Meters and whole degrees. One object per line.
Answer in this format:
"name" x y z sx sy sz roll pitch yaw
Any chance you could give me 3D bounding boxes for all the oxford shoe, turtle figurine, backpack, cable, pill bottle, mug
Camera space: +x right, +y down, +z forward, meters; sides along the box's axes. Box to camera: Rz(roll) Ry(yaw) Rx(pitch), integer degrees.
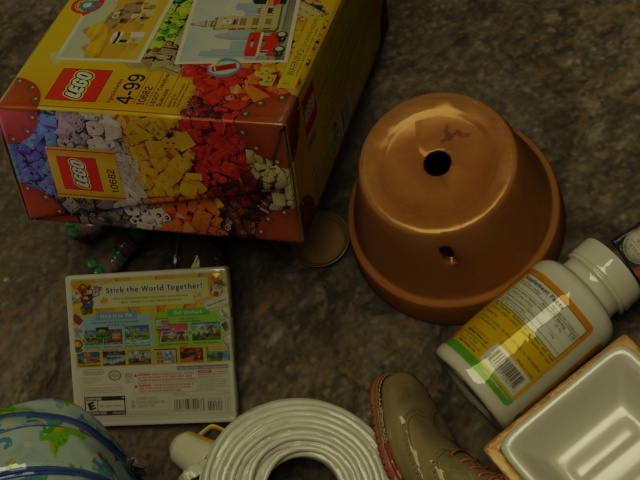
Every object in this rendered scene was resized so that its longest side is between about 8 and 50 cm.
"oxford shoe" -0.158 0.025 2.028 0.096 0.083 0.227 10 82 14
"turtle figurine" -0.241 -0.057 2.058 0.234 0.118 0.175 -43 43 10
"backpack" -0.321 0.355 1.769 0.290 0.355 0.273 -13 64 8
"cable" -0.025 0.317 1.835 0.257 0.089 0.257 -41 77 -16
"oxford shoe" 0.178 0.295 1.783 0.130 0.123 0.348 -42 68 35
"pill bottle" 0.277 0.112 1.853 0.246 0.136 0.136 -40 64 -6
"mug" -0.158 0.279 1.935 0.064 0.078 0.062 24 110 30

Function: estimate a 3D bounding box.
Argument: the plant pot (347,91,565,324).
"plant pot" 0.163 -0.058 1.917 0.291 0.203 0.290 -5 67 12

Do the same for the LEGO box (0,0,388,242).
"LEGO box" -0.147 -0.237 1.964 0.373 0.193 0.500 5 42 14

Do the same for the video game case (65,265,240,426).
"video game case" -0.224 0.143 1.976 0.227 0.026 0.206 -4 91 12

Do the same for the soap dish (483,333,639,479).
"soap dish" 0.375 0.290 1.763 0.229 0.118 0.291 -39 64 -5

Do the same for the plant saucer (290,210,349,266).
"plant saucer" 0.000 0.000 2.033 0.083 0.015 0.083 -5 67 11

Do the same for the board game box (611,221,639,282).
"board game box" 0.494 0.056 1.815 0.165 0.042 0.243 -35 87 7
